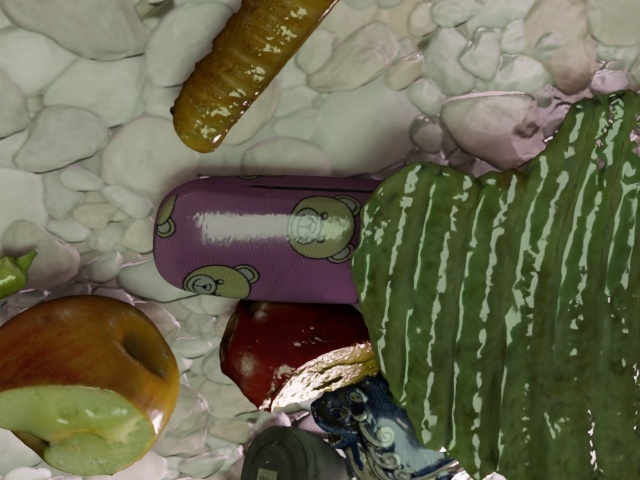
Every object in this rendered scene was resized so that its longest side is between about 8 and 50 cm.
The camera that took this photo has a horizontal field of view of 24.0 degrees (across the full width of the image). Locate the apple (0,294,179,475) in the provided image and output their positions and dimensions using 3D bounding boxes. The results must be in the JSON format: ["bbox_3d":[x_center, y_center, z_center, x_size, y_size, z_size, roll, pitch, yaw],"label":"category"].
[{"bbox_3d":[-0.235,0.136,1.445,0.173,0.160,0.195,-36,126,14],"label":"apple"}]

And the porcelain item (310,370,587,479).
[{"bbox_3d":[0.142,0.165,1.576,0.288,0.138,0.186,-33,111,23],"label":"porcelain item"}]

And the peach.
[{"bbox_3d":[-0.014,0.099,1.478,0.172,0.127,0.092,3,127,-18],"label":"peach"}]

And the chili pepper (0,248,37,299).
[{"bbox_3d":[-0.369,0.045,1.422,0.208,0.043,0.049,-6,143,-5],"label":"chili pepper"}]

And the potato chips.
[{"bbox_3d":[0.232,0.065,1.420,0.373,0.097,0.389,-23,106,-10],"label":"potato chips"}]

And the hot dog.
[{"bbox_3d":[-0.035,-0.189,1.266,0.068,0.083,0.289,37,116,-13],"label":"hot dog"}]

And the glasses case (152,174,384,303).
[{"bbox_3d":[0.000,0.000,1.429,0.316,0.076,0.123,2,128,-12],"label":"glasses case"}]

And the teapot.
[{"bbox_3d":[-0.027,0.274,1.640,0.108,0.111,0.149,16,121,-40],"label":"teapot"}]
